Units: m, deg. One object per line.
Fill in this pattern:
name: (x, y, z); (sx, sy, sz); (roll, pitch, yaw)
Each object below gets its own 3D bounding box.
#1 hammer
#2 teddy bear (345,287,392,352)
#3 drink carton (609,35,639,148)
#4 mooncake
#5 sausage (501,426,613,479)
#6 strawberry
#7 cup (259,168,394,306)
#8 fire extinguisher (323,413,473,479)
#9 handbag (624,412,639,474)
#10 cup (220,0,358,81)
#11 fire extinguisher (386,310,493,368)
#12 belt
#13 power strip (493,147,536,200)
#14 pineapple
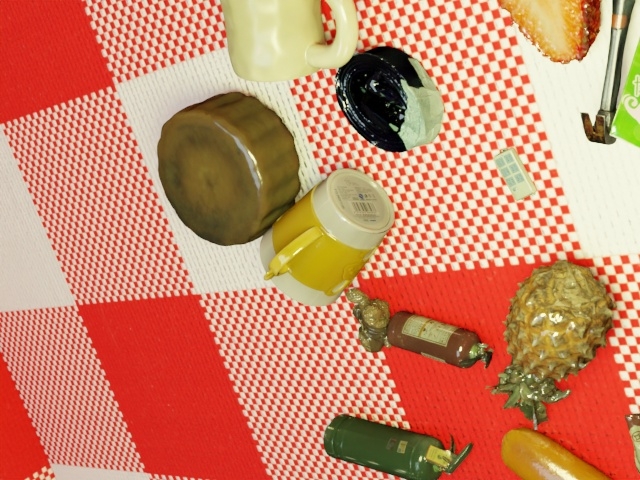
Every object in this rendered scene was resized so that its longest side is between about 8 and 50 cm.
hammer: (0.411, -0.274, 1.480); (0.037, 0.137, 0.290); (14, 113, 28)
teddy bear: (0.102, 0.149, 2.028); (0.119, 0.078, 0.160); (46, 160, 34)
drink carton: (0.509, -0.236, 1.408); (0.161, 0.108, 0.271); (32, 132, 29)
mooncake: (-0.171, -0.138, 2.050); (0.290, 0.161, 0.290); (21, 126, 31)
sausage: (0.422, 0.413, 1.866); (0.238, 0.098, 0.098); (31, 131, 24)
strawberry: (0.321, -0.397, 1.501); (0.188, 0.106, 0.286); (1, 126, 47)
cup: (0.000, 0.000, 1.922); (0.185, 0.241, 0.226); (51, 130, 9)
fire extinguisher: (0.155, 0.414, 2.114); (0.311, 0.114, 0.095); (9, 157, 41)
handbag: (0.587, 0.355, 1.647); (0.235, 0.127, 0.213); (22, 153, 33)
cup: (-0.064, -0.376, 1.782); (0.255, 0.173, 0.202); (41, 142, 56)
fire extinguisher: (0.218, 0.189, 1.911); (0.231, 0.099, 0.071); (16, 111, 42)
belt: (0.120, -0.237, 1.787); (0.198, 0.078, 0.151); (49, 132, 14)
power strip: (0.315, -0.107, 1.724); (0.040, 0.016, 0.090); (-26, 93, 47)
pineapple: (0.364, 0.179, 1.755); (0.175, 0.175, 0.361); (42, 151, 17)
